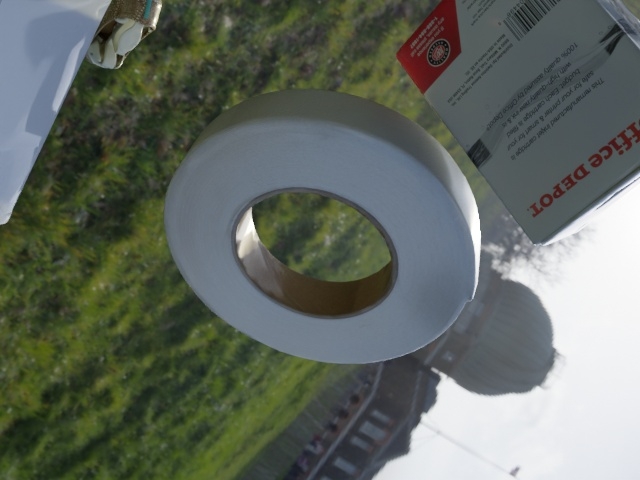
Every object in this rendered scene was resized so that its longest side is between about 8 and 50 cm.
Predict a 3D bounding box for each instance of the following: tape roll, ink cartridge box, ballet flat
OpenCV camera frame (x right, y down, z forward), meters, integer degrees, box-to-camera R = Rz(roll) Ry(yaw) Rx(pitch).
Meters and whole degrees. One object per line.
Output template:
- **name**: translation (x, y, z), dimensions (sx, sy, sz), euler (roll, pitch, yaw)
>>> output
- **tape roll**: translation (0.000, 0.000, 0.908), dimensions (0.392, 0.392, 0.072), euler (-58, -173, 41)
- **ink cartridge box**: translation (0.239, -0.160, 0.767), dimensions (0.114, 0.273, 0.197), euler (-10, 153, -48)
- **ballet flat**: translation (-0.291, -0.285, 1.036), dimensions (0.206, 0.073, 0.067), euler (-27, -123, 50)

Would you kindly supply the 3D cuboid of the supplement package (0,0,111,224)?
- **supplement package**: translation (-0.292, -0.110, 0.436), dimensions (0.204, 0.145, 0.262), euler (-57, 171, 18)
